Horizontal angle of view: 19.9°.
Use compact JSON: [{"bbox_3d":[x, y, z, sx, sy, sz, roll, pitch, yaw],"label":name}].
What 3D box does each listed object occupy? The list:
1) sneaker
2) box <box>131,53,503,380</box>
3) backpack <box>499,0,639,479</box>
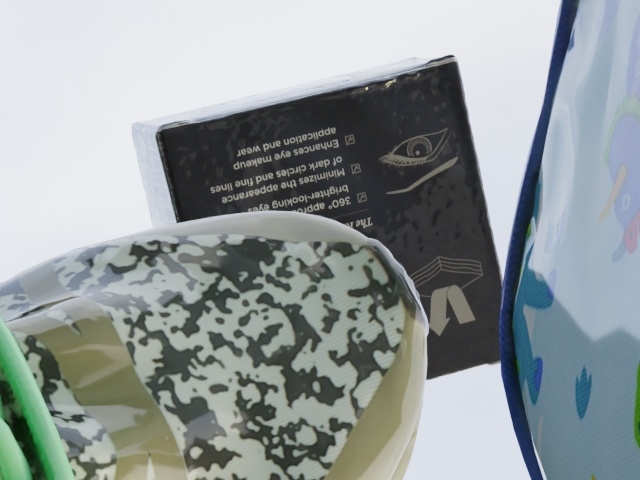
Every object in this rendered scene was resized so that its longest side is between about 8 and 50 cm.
[{"bbox_3d":[-0.130,0.074,0.444,0.158,0.410,0.182,57,-30,19],"label":"sneaker"},{"bbox_3d":[0.000,0.000,0.923,0.093,0.156,0.158,-164,-119,-74],"label":"box"},{"bbox_3d":[0.168,0.021,0.266,0.273,0.355,0.290,6,-70,3],"label":"backpack"}]
